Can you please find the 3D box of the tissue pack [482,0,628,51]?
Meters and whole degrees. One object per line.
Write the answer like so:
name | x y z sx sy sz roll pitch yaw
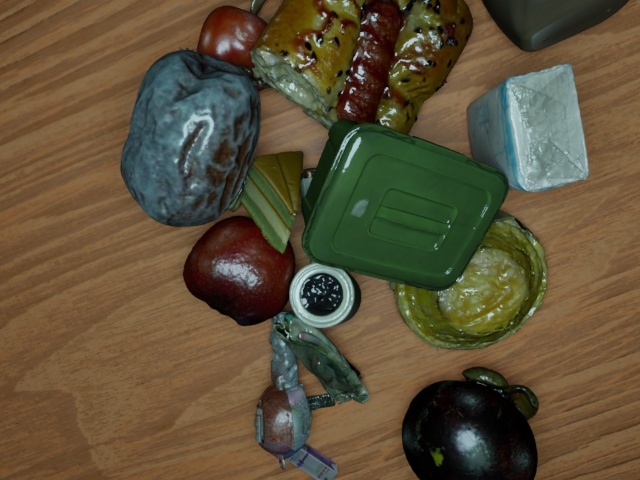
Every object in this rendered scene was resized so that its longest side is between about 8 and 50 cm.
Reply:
tissue pack | 0.398 -0.535 0.749 0.268 0.387 0.276 -26 75 9

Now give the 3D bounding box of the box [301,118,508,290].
box | 0.132 -0.073 0.827 0.329 0.177 0.252 14 114 -24

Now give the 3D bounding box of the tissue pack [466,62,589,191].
tissue pack | 0.370 -0.197 0.854 0.124 0.271 0.201 -8 97 6

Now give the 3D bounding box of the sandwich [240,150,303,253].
sandwich | -0.056 -0.080 0.912 0.187 0.144 0.117 51 138 32

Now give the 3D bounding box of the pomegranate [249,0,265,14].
pomegranate | -0.076 -0.531 0.909 0.191 0.152 0.131 -17 94 26

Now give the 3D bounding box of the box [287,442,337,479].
box | -0.018 0.539 1.107 0.117 0.036 0.050 36 99 -3

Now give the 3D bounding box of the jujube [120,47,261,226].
jujube | -0.231 -0.170 0.833 0.216 0.246 0.307 17 120 -12

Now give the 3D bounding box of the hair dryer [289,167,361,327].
hair dryer | 0.000 0.000 0.970 0.128 0.203 0.361 -10 80 8

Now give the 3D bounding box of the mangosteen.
mangosteen | 0.315 0.410 0.957 0.288 0.288 0.287 1 98 4

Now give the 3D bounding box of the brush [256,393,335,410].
brush | -0.061 0.398 1.094 0.191 0.027 0.034 -10 96 6

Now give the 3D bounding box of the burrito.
burrito | 0.011 0.263 0.995 0.096 0.066 0.309 -19 125 27

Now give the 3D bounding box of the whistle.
whistle | -0.087 0.333 1.026 0.134 0.142 0.345 -2 84 -2

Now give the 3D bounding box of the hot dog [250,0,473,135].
hot dog | 0.107 -0.384 0.861 0.367 0.196 0.365 30 91 -32

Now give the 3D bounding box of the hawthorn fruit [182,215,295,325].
hawthorn fruit | -0.150 0.038 0.966 0.230 0.210 0.266 29 82 6

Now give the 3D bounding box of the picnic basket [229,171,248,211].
picnic basket | -0.227 -0.149 1.000 0.164 0.079 0.115 30 100 -1

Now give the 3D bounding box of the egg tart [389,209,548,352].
egg tart | 0.325 0.093 0.971 0.342 0.132 0.341 0 97 3

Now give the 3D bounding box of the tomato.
tomato | -0.157 -0.384 0.919 0.187 0.187 0.151 0 73 4
